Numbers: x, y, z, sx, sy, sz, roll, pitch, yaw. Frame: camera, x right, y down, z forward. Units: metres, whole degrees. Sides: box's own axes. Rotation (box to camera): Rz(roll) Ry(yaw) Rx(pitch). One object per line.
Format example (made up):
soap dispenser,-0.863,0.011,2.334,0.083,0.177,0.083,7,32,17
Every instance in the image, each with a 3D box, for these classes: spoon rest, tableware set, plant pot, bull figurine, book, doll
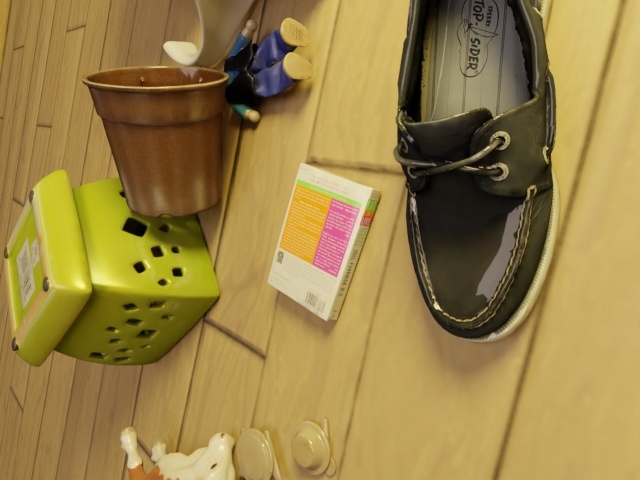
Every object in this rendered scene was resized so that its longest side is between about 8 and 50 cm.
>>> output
spoon rest,-0.134,-0.333,0.580,0.276,0.137,0.084,-42,72,48
tableware set,-0.033,0.274,0.481,0.169,0.020,0.141,-23,72,37
plant pot,-0.198,-0.128,0.565,0.167,0.167,0.165,30,129,40
plant pot,-0.313,0.044,0.634,0.227,0.207,0.228,-43,60,30
bull figurine,-0.215,0.369,0.583,0.188,0.101,0.310,30,101,46
book,0.000,0.000,0.473,0.096,0.035,0.144,28,104,37
doll,-0.086,-0.220,0.563,0.189,0.046,0.129,0,95,48

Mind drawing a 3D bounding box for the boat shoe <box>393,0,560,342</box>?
boat shoe,0.107,-0.092,0.328,0.127,0.113,0.339,10,92,42
